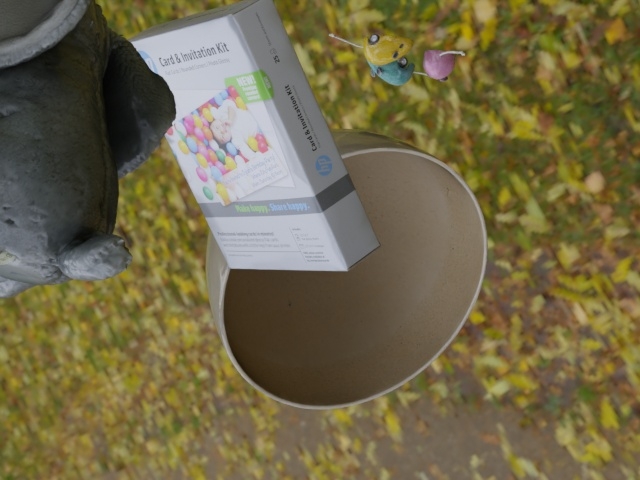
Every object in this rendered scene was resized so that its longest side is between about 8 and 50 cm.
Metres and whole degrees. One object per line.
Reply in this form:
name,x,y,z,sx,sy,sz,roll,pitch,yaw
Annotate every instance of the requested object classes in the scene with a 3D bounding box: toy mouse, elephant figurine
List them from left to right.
elephant figurine,-0.170,-0.098,0.707,0.186,0.239,0.169,24,159,-11
toy mouse,0.109,-0.208,1.460,0.161,0.143,0.031,6,80,28

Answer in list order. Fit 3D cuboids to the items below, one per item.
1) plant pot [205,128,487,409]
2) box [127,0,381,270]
plant pot,0.000,0.000,1.240,0.191,0.284,0.284,-131,28,-53
box,-0.050,-0.067,0.838,0.145,0.038,0.186,0,119,52
